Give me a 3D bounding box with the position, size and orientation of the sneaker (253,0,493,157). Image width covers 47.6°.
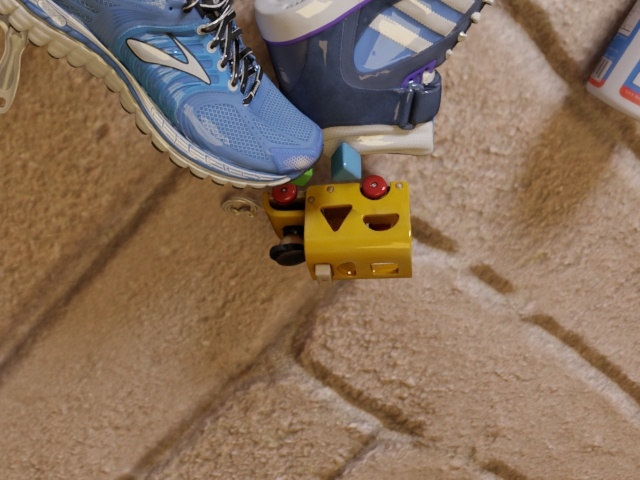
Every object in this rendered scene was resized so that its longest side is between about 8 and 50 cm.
[{"bbox_3d":[0.108,-0.210,0.754,0.322,0.130,0.236,-28,130,-1],"label":"sneaker"}]

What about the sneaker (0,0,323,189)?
[{"bbox_3d":[-0.114,-0.171,0.631,0.330,0.130,0.147,36,127,-27],"label":"sneaker"}]

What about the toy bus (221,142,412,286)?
[{"bbox_3d":[0.011,-0.003,0.809,0.191,0.104,0.202,19,149,-31],"label":"toy bus"}]

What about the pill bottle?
[{"bbox_3d":[0.406,-0.237,0.802,0.124,0.124,0.222,18,115,-23],"label":"pill bottle"}]

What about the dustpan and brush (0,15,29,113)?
[{"bbox_3d":[-0.274,-0.223,0.678,0.147,0.060,0.211,15,115,-21],"label":"dustpan and brush"}]
